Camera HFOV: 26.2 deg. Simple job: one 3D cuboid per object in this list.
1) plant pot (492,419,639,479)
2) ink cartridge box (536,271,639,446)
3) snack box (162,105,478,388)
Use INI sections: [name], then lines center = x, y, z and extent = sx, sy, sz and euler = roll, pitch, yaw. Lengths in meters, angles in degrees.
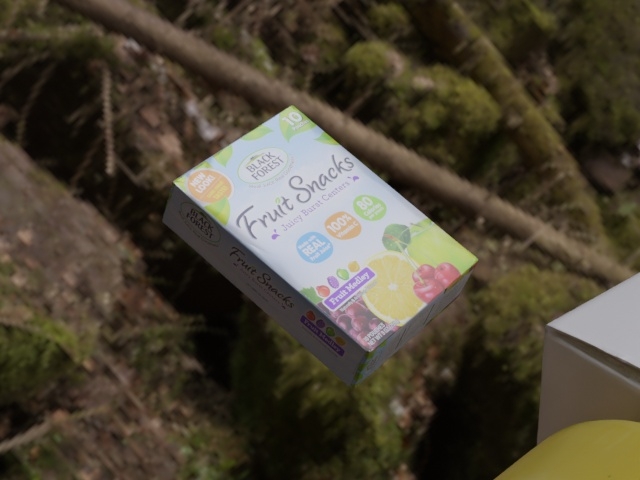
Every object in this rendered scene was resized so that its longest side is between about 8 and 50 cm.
[plant pot]
center = 0.083, 0.231, 0.492
extent = 0.254, 0.239, 0.254
euler = 43, -28, 30
[ink cartridge box]
center = 0.238, 0.098, 0.658
extent = 0.168, 0.233, 0.171
euler = 29, -48, 43
[snack box]
center = 0.000, 0.000, 0.744
extent = 0.141, 0.037, 0.100
euler = 41, 49, 16
